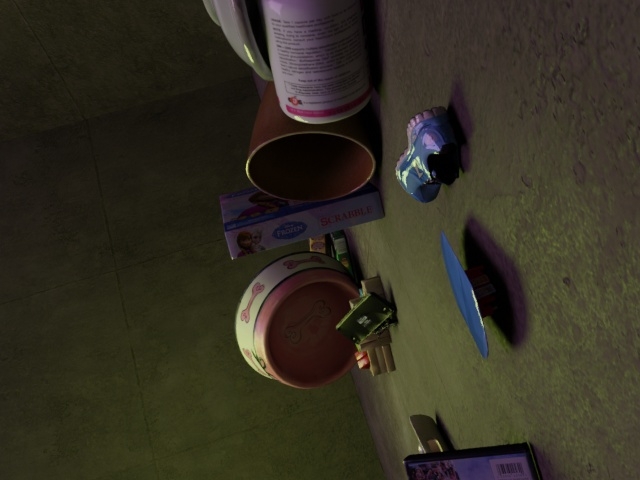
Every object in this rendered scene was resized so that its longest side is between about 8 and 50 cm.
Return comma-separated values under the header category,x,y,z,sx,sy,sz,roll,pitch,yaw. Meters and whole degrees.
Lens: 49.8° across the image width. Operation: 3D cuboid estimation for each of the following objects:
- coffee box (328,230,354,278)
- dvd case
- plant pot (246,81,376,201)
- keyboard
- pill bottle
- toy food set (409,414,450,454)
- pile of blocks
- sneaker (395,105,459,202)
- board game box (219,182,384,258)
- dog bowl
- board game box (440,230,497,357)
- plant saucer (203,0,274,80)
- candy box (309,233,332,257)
category,x,y,z,sx,sy,sz,roll,pitch,yaw
coffee box,0.064,0.045,2.133,0.113,0.041,0.184,-113,8,-62
dvd case,0.226,0.403,0.924,0.022,0.181,0.252,-15,-93,-57
plant pot,-0.023,-0.239,1.321,0.237,0.237,0.254,83,-177,-62
keyboard,0.118,0.186,1.639,0.100,0.038,0.192,38,139,-1
pill bottle,-0.010,-0.338,1.062,0.160,0.161,0.283,-112,7,-46
toy food set,0.251,0.547,1.444,0.219,0.093,0.306,-116,10,-62
pile of blocks,0.110,0.218,1.803,0.149,0.113,0.362,-112,8,-45
sneaker,0.135,-0.089,0.853,0.162,0.064,0.073,83,166,-61
board game box,-0.056,-0.075,1.507,0.318,0.319,0.065,-124,19,-71
dog bowl,-0.033,0.245,1.996,0.150,0.408,0.407,28,136,62
board game box,0.196,0.065,0.874,0.168,0.033,0.133,-105,-3,-53
plant saucer,-0.129,-0.466,1.142,0.400,0.101,0.400,0,-90,-78
candy box,0.000,0.000,2.148,0.109,0.053,0.186,68,-166,-55
